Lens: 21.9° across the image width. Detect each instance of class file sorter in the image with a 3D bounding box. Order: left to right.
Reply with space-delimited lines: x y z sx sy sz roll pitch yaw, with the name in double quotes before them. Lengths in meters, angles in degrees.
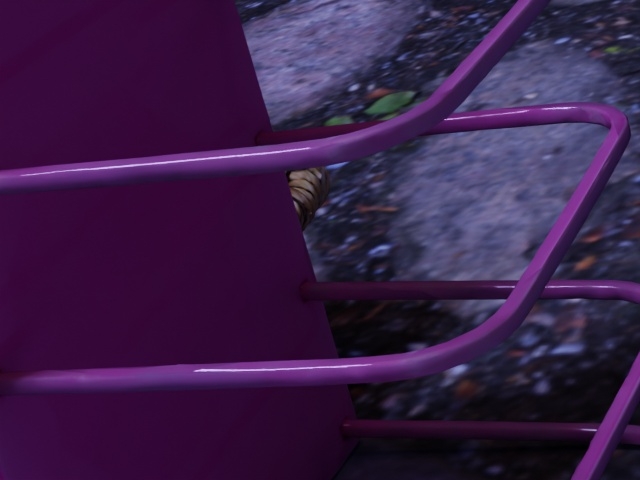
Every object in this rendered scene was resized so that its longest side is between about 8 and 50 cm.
"file sorter" 0.000 0.000 0.544 0.182 0.291 0.202 -3 26 29

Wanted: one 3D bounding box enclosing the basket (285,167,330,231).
"basket" -0.167 0.060 0.730 0.223 0.213 0.299 27 35 9
